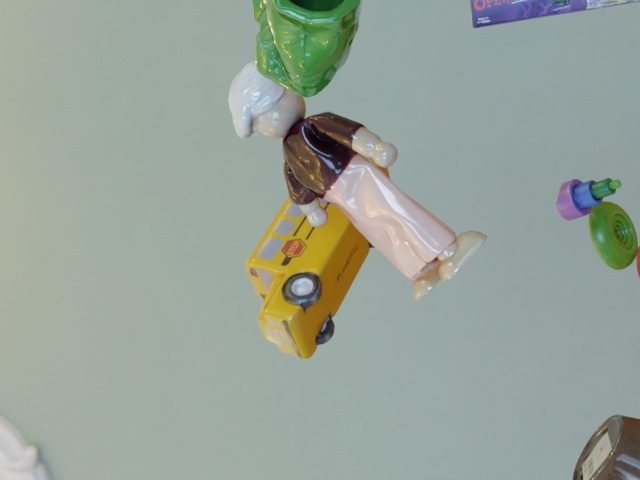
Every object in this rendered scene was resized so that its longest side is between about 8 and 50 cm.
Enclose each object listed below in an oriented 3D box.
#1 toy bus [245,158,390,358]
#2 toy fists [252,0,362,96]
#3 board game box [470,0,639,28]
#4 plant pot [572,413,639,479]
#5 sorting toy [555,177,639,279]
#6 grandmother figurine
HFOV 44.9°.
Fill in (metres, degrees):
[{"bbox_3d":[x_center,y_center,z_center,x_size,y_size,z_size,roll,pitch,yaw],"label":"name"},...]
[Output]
[{"bbox_3d":[0.000,0.000,1.110,0.332,0.130,0.108,-60,-29,-31],"label":"toy bus"},{"bbox_3d":[-0.013,-0.258,0.636,0.142,0.096,0.279,90,179,-76],"label":"toy fists"},{"bbox_3d":[0.321,-0.362,1.032,0.346,0.208,0.056,-61,-34,-57],"label":"board game box"},{"bbox_3d":[0.429,0.315,0.919,0.215,0.231,0.215,-58,-8,-12],"label":"plant pot"},{"bbox_3d":[0.571,-0.012,1.352,0.126,0.366,0.127,-23,44,47],"label":"sorting toy"},{"bbox_3d":[0.025,-0.078,0.924,0.104,0.342,0.208,-48,2,-43],"label":"grandmother figurine"}]
